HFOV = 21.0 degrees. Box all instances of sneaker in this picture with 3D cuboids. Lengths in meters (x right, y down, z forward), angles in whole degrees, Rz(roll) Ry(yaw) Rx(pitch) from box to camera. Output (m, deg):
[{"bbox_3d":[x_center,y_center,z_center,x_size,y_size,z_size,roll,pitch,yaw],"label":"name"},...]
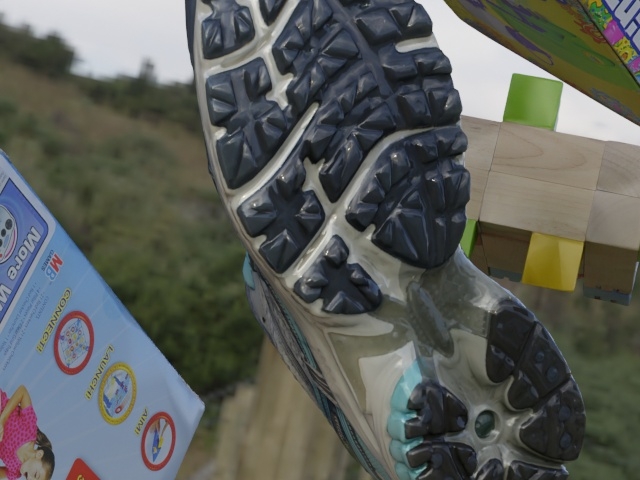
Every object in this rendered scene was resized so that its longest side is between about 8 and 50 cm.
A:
[{"bbox_3d":[0.000,0.000,0.715,0.110,0.283,0.122,-35,26,-25],"label":"sneaker"}]

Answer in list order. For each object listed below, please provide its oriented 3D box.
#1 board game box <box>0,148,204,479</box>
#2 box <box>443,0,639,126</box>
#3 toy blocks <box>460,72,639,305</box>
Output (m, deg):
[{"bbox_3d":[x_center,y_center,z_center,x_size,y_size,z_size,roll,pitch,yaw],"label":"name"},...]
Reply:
[{"bbox_3d":[-0.225,0.151,1.102,0.086,0.308,0.302,4,-35,30],"label":"board game box"},{"bbox_3d":[0.148,-0.247,0.818,0.177,0.279,0.290,37,-2,37],"label":"box"},{"bbox_3d":[0.169,-0.032,1.673,0.382,0.190,0.261,12,-12,10],"label":"toy blocks"}]
